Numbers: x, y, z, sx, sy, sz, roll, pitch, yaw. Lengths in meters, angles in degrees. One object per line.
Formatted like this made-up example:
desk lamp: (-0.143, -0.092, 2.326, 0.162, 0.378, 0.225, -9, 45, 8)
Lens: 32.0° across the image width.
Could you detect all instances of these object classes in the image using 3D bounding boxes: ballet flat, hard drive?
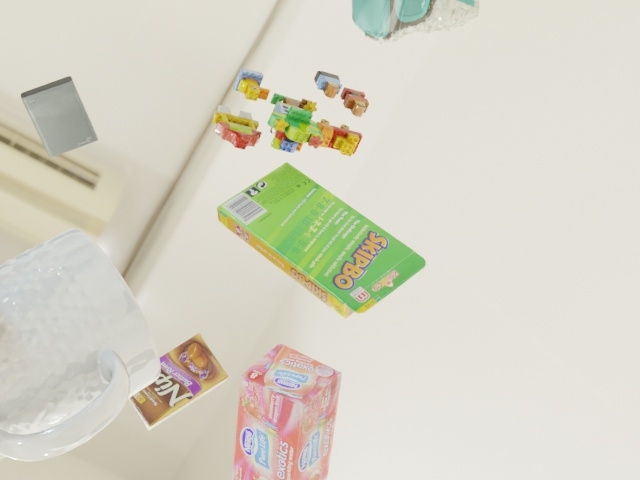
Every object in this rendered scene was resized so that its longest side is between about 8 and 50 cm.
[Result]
ballet flat: (0.190, -0.458, 2.215, 0.147, 0.147, 0.409, 27, -179, -23)
hard drive: (-0.465, -0.219, 1.994, 0.022, 0.094, 0.135, -117, 8, -48)

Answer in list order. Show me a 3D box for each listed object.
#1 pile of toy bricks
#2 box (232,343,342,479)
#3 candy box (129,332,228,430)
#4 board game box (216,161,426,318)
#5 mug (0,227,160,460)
pile of toy bricks: (-0.027, -0.157, 1.492, 0.212, 0.118, 0.105, 11, -147, -22)
box: (-0.071, 0.378, 2.210, 0.154, 0.300, 0.142, 24, -145, 25)
candy box: (-0.291, 0.281, 2.224, 0.109, 0.187, 0.053, 54, 162, 10)
board game box: (0.000, 0.000, 1.403, 0.259, 0.124, 0.039, 35, 146, 33)
mug: (-0.424, 0.192, 1.643, 0.374, 0.328, 0.276, 30, 142, 47)
